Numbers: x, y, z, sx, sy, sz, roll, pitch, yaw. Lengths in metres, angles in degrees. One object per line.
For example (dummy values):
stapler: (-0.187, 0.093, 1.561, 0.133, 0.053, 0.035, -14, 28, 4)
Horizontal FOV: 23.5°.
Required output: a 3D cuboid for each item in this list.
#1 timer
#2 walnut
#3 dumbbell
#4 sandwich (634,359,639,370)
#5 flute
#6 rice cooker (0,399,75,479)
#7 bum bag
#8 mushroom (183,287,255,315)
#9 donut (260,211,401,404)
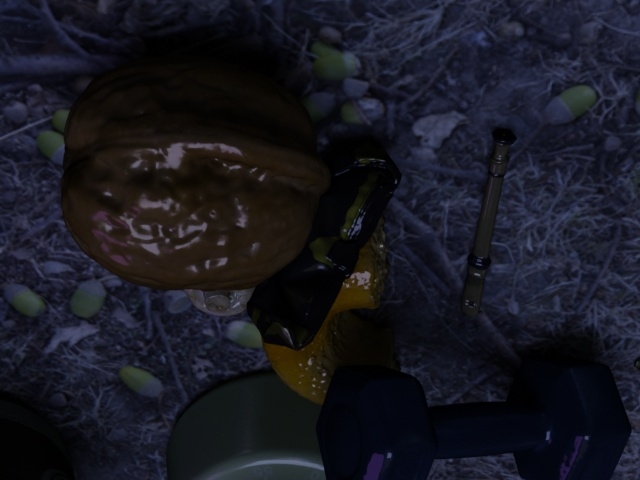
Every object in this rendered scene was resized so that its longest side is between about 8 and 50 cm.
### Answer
timer: (-0.042, 0.348, 1.699, 0.291, 0.315, 0.290, 1, 125, 2)
walnut: (-0.118, -0.061, 1.460, 0.257, 0.224, 0.257, 3, 167, 1)
dumbbell: (0.161, 0.199, 1.617, 0.325, 0.160, 0.144, 0, 92, -28)
sandwich: (0.423, 0.141, 1.714, 0.116, 0.074, 0.074, 38, 126, 15)
flute: (0.172, -0.013, 1.599, 0.027, 0.027, 0.233, 6, 127, -2)
rice cooker: (-0.399, 0.340, 1.735, 0.288, 0.277, 0.288, -8, 123, -12)
bum bag: (0.000, 0.000, 1.524, 0.107, 0.232, 0.060, 18, 163, 43)
mushroom: (-0.107, 0.045, 1.629, 0.084, 0.067, 0.083, -2, 130, -3)
donut: (0.000, 0.085, 1.645, 0.152, 0.101, 0.259, 0, 131, 10)
